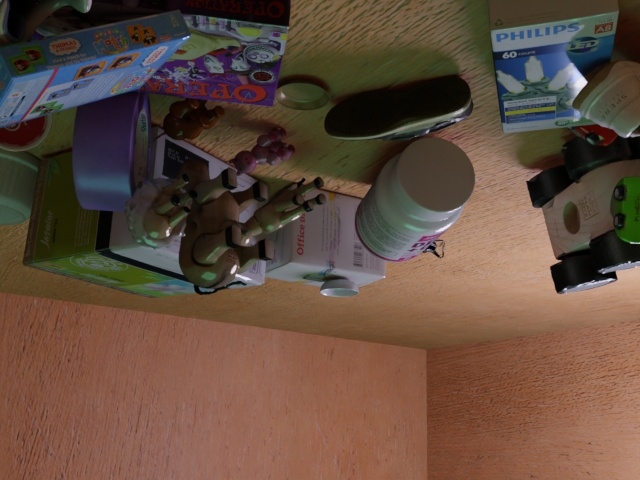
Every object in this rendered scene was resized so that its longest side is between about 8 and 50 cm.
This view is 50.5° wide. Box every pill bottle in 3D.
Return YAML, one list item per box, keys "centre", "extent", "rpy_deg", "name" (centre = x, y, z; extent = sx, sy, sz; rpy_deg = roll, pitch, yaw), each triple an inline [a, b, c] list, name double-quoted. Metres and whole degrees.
- centre: [0.166, -0.069, 1.237]
  extent: [0.160, 0.160, 0.283]
  rpy_deg: [5, 163, -8]
  name: "pill bottle"

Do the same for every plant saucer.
- centre: [-0.027, -0.219, 1.014]
  extent: [0.083, 0.015, 0.083]
  rpy_deg: [2, 163, 1]
  name: "plant saucer"

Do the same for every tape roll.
- centre: [-0.309, -0.138, 1.021]
  extent: [0.080, 0.189, 0.189]
  rpy_deg: [5, 163, -6]
  name: "tape roll"

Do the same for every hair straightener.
- centre: [0.237, 0.015, 1.703]
  extent: [0.230, 0.047, 0.089]
  rpy_deg: [14, 160, -35]
  name: "hair straightener"

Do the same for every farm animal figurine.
- centre: [-0.156, -0.054, 1.081]
  extent: [0.172, 0.326, 0.330]
  rpy_deg: [-24, 133, 32]
  name: "farm animal figurine"

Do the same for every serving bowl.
- centre: [0.041, 0.098, 1.445]
  extent: [0.083, 0.027, 0.083]
  rpy_deg: [2, 163, 1]
  name: "serving bowl"

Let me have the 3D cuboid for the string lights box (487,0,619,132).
- centre: [0.283, -0.227, 0.839]
  extent: [0.133, 0.076, 0.260]
  rpy_deg: [-4, 162, 18]
  name: "string lights box"

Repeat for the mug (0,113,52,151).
- centre: [-0.445, -0.182, 0.930]
  extent: [0.150, 0.113, 0.169]
  rpy_deg: [30, 177, -32]
  name: "mug"

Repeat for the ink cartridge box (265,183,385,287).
- centre: [0.000, 0.000, 1.471]
  extent: [0.233, 0.171, 0.168]
  rpy_deg: [12, 161, -27]
  name: "ink cartridge box"

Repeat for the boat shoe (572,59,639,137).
- centre: [0.426, -0.166, 0.849]
  extent: [0.277, 0.096, 0.098]
  rpy_deg: [-15, 150, -35]
  name: "boat shoe"

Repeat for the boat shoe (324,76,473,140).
- centre: [0.118, -0.181, 1.012]
  extent: [0.224, 0.080, 0.073]
  rpy_deg: [-10, 155, 22]
  name: "boat shoe"

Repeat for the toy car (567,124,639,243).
- centre: [0.457, -0.109, 0.997]
  extent: [0.239, 0.225, 0.053]
  rpy_deg: [2, -177, 0]
  name: "toy car"

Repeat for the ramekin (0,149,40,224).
- centre: [-0.647, -0.105, 1.315]
  extent: [0.207, 0.109, 0.207]
  rpy_deg: [3, 163, 1]
  name: "ramekin"

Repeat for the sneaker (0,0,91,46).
- centre: [-0.361, -0.236, 0.663]
  extent: [0.297, 0.129, 0.111]
  rpy_deg: [-23, 168, 7]
  name: "sneaker"

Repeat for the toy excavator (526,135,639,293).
- centre: [0.632, -0.090, 1.112]
  extent: [0.445, 0.222, 0.433]
  rpy_deg: [-9, 165, -10]
  name: "toy excavator"

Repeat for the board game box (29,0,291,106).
- centre: [-0.221, -0.255, 0.873]
  extent: [0.347, 0.056, 0.208]
  rpy_deg: [4, 167, -8]
  name: "board game box"

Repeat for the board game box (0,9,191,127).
- centre: [-0.271, -0.190, 0.764]
  extent: [0.211, 0.039, 0.160]
  rpy_deg: [-28, -175, -39]
  name: "board game box"

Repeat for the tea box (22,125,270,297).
- centre: [-0.325, -0.033, 1.318]
  extent: [0.324, 0.220, 0.329]
  rpy_deg: [-8, 161, 32]
  name: "tea box"
